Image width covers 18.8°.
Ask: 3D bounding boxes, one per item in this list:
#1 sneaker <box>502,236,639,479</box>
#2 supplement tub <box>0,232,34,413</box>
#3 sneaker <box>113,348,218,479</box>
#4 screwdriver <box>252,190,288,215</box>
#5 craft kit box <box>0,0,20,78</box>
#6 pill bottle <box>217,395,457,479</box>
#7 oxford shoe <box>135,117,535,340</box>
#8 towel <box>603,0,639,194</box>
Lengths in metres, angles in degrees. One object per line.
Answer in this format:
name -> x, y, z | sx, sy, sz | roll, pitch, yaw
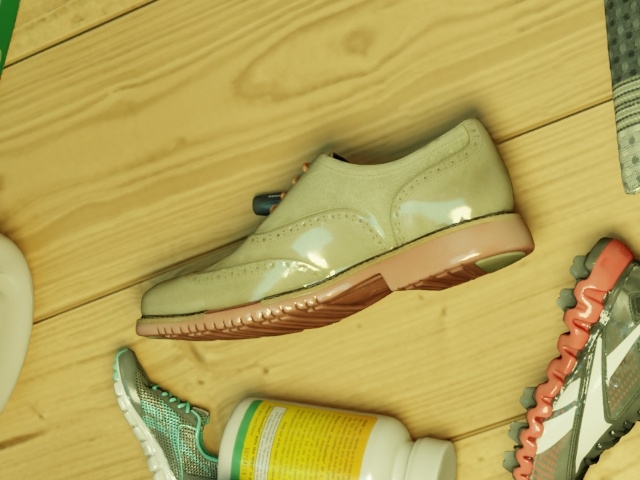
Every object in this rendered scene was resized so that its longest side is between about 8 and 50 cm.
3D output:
sneaker -> 0.256, 0.142, 1.737 | 0.135, 0.098, 0.276 | 23, 104, 16
supplement tub -> -0.468, 0.068, 1.901 | 0.316, 0.228, 0.228 | 14, 102, 17
sneaker -> -0.148, 0.176, 1.908 | 0.076, 0.065, 0.166 | -26, 93, 4
screwdriver -> 0.016, -0.039, 1.830 | 0.170, 0.025, 0.024 | -4, 97, 20
craft kit box -> -0.426, -0.234, 1.934 | 0.247, 0.061, 0.249 | 21, 104, 12
pill bottle -> 0.018, 0.217, 1.819 | 0.208, 0.117, 0.117 | 7, 100, 17
oxford shoe -> 0.000, 0.000, 1.795 | 0.397, 0.140, 0.146 | -17, 81, 19
towel -> 0.372, -0.217, 1.583 | 0.324, 0.056, 0.312 | -16, 73, 42
